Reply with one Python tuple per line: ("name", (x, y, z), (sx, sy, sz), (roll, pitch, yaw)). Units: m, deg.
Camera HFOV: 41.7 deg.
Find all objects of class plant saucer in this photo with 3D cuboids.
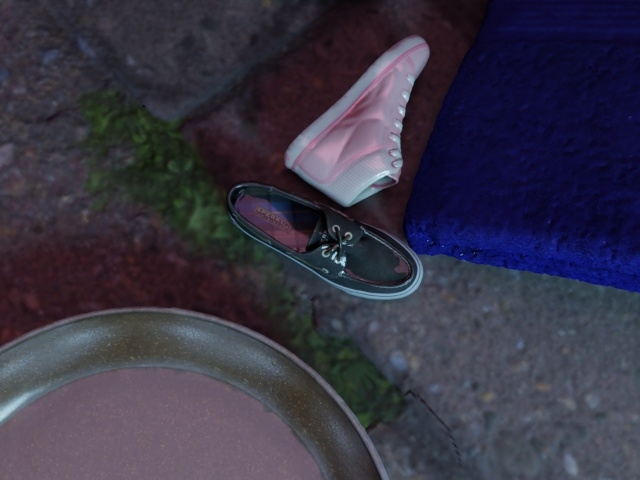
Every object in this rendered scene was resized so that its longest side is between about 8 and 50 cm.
("plant saucer", (-0.106, 0.194, 0.482), (0.311, 0.050, 0.310), (1, 70, -2))

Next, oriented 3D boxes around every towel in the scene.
("towel", (0.203, -0.109, 0.562), (0.228, 0.076, 0.308), (10, 67, 35))

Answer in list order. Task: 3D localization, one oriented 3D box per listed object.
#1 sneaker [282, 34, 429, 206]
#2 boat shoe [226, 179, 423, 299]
("sneaker", (0.043, -0.078, 0.583), (0.070, 0.051, 0.134), (43, 78, 10))
("boat shoe", (0.000, 0.000, 0.554), (0.142, 0.040, 0.049), (23, 86, 8))
